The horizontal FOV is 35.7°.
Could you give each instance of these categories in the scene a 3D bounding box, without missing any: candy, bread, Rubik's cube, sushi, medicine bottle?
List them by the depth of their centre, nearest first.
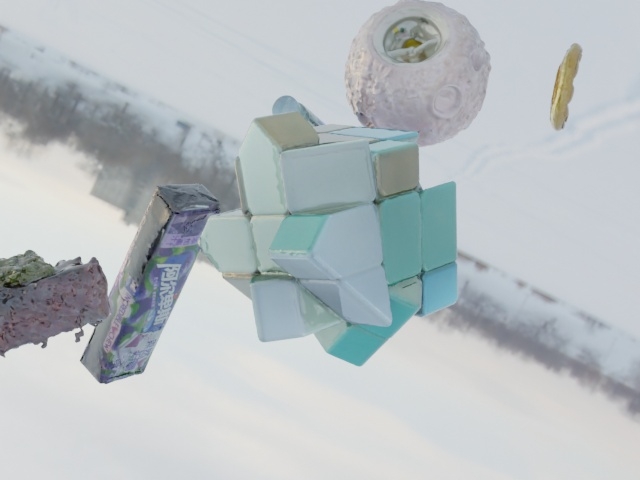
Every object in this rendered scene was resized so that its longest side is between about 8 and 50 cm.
[{"bbox_3d":[0.000,0.000,0.997,0.224,0.265,0.213,10,-160,43],"label":"Rubik's cube"},{"bbox_3d":[-0.366,0.080,1.135,0.241,0.107,0.161,-3,-162,40],"label":"sushi"},{"bbox_3d":[0.286,-0.180,1.169,0.024,0.110,0.110,12,180,12],"label":"bread"},{"bbox_3d":[-0.230,0.064,1.331,0.088,0.312,0.061,-7,-137,-47],"label":"candy"},{"bbox_3d":[-0.025,-0.198,1.723,0.051,0.051,0.191,28,179,25],"label":"medicine bottle"}]

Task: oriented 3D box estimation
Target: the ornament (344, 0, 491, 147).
[{"bbox_3d":[0.168,-0.287,1.746,0.259,0.259,0.225,28,157,24],"label":"ornament"}]
